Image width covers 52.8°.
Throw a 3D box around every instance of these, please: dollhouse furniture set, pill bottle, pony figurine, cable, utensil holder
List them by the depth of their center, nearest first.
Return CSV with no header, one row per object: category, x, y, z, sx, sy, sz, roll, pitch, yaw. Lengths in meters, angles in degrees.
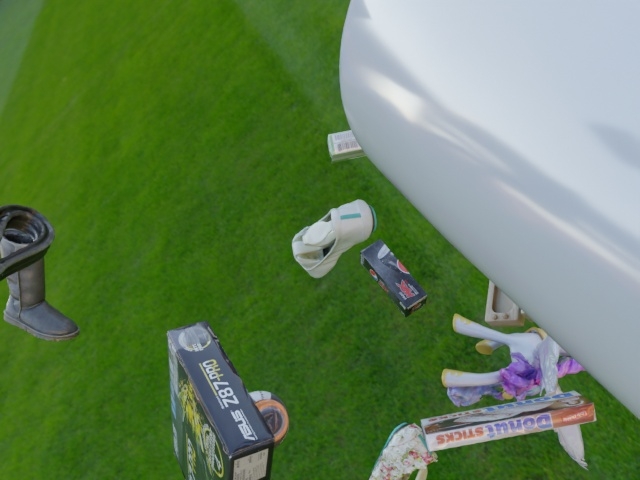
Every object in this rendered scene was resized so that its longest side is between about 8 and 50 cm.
utensil holder,0.232,-0.082,0.437,0.328,0.327,0.385,-43,43,5
cable,-0.308,0.020,0.577,0.072,0.140,0.287,-58,-3,21
dollhouse furniture set,0.286,0.028,0.882,0.151,0.123,0.144,-9,56,40
pill bottle,-0.146,0.396,1.406,0.130,0.131,0.246,-64,11,-24
pony figurine,0.468,0.290,1.440,0.364,0.302,0.351,-6,34,26

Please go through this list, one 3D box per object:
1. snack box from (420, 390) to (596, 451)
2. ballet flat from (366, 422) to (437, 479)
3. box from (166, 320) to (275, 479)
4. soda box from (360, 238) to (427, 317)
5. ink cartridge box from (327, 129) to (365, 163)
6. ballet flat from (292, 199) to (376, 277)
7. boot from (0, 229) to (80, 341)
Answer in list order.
snack box,0.202,0.197,0.707,0.178,0.022,0.064,-12,-3,3
ballet flat,0.109,0.377,0.979,0.077,0.091,0.240,41,132,30
box,-0.203,0.405,1.265,0.097,0.394,0.318,-12,41,-25
soda box,0.156,0.080,1.389,0.060,0.053,0.169,-32,63,-13
ink cartridge box,0.103,-0.236,1.566,0.171,0.056,0.235,-12,4,1
ballet flat,0.000,0.000,1.658,0.400,0.139,0.139,-40,24,60
boot,-0.581,0.092,1.333,0.076,0.190,0.208,-58,-17,-70
